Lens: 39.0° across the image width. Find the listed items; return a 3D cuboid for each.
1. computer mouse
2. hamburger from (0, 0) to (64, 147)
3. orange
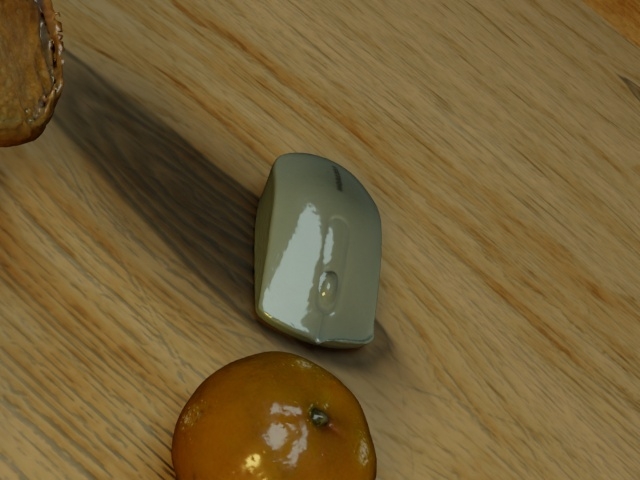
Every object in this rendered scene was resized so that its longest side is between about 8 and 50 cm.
[{"bbox_3d":[0.000,0.000,0.888,0.128,0.079,0.230,15,47,-23],"label":"computer mouse"},{"bbox_3d":[-0.308,-0.130,0.611,0.245,0.211,0.260,-82,151,-55],"label":"hamburger"},{"bbox_3d":[-0.029,0.155,0.664,0.156,0.124,0.156,19,40,-17],"label":"orange"}]
